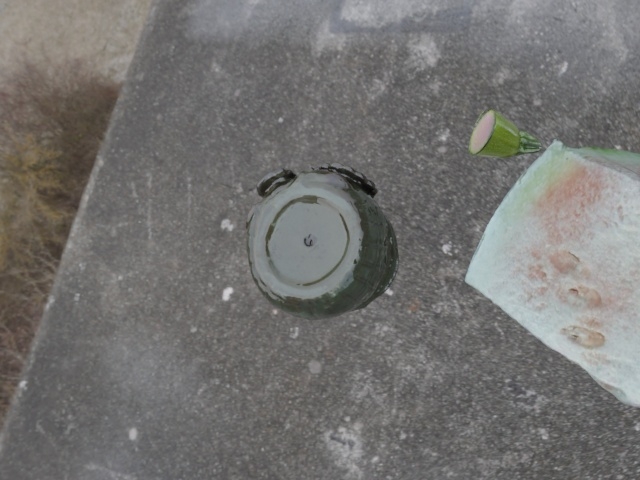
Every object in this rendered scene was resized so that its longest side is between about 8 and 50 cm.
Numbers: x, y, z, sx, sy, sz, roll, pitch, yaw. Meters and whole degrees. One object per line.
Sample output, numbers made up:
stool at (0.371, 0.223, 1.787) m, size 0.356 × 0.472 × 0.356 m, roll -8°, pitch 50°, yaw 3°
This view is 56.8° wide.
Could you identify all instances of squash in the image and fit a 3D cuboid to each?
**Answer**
squash at (0.397, -0.210, 1.259) m, size 0.105 × 0.132 × 0.105 m, roll -162°, pitch 90°, yaw -77°

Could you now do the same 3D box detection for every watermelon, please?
watermelon at (0.331, 0.061, 0.504) m, size 0.387 × 0.258 × 0.229 m, roll 23°, pitch 115°, yaw 10°

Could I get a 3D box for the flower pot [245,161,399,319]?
flower pot at (0.000, 0.000, 1.151) m, size 0.301 × 0.213 × 0.302 m, roll -3°, pitch 80°, yaw 18°
